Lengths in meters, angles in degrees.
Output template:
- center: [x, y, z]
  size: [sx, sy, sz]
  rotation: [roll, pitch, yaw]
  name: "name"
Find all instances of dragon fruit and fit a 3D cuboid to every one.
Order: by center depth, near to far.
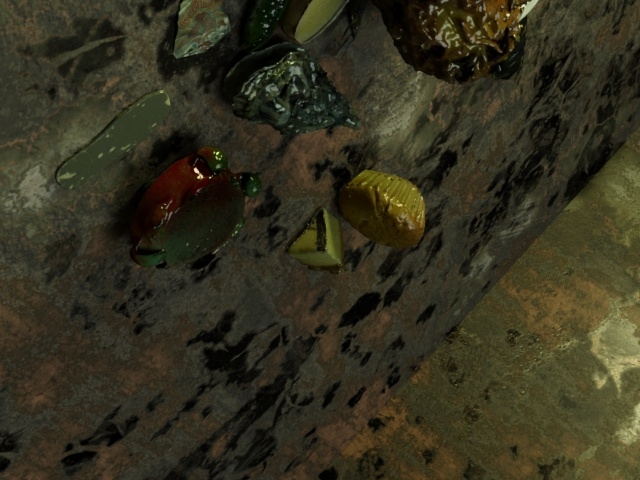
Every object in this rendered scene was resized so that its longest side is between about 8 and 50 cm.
- center: [-0.254, -0.063, 1.728]
  size: [0.295, 0.130, 0.268]
  rotation: [-32, 147, -31]
  name: "dragon fruit"

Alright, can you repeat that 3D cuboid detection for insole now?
- center: [-0.362, -0.177, 1.565]
  size: [0.248, 0.011, 0.081]
  rotation: [-41, 148, -15]
  name: "insole"

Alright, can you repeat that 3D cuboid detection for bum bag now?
- center: [0.502, -0.511, 2.367]
  size: [0.106, 0.060, 0.233]
  rotation: [-32, 146, -14]
  name: "bum bag"

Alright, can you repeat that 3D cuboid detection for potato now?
- center: [-0.010, -0.467, 1.658]
  size: [0.200, 0.081, 0.164]
  rotation: [-54, 168, 11]
  name: "potato"

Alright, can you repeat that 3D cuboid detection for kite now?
- center: [-0.202, -0.416, 1.515]
  size: [0.127, 0.016, 0.229]
  rotation: [-35, 151, -32]
  name: "kite"
- center: [0.075, -0.463, 1.819]
  size: [0.160, 0.010, 0.183]
  rotation: [-61, 169, -11]
  name: "kite"

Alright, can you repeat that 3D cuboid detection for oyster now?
- center: [-0.043, -0.286, 1.774]
  size: [0.162, 0.158, 0.351]
  rotation: [-27, 153, 35]
  name: "oyster"

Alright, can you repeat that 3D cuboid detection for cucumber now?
- center: [-0.087, -0.438, 1.603]
  size: [0.069, 0.069, 0.227]
  rotation: [-8, 134, -52]
  name: "cucumber"

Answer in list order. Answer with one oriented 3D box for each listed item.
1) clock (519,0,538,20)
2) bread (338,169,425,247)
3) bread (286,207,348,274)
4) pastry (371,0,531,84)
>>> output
- center: [0.467, -0.636, 2.151]
  size: [0.230, 0.083, 0.230]
  rotation: [-38, 149, -28]
  name: "clock"
- center: [0.162, -0.077, 2.216]
  size: [0.139, 0.240, 0.240]
  rotation: [-53, 153, -18]
  name: "bread"
- center: [0.000, 0.000, 2.246]
  size: [0.147, 0.127, 0.152]
  rotation: [42, 54, -60]
  name: "bread"
- center: [0.232, -0.511, 1.700]
  size: [0.292, 0.405, 0.337]
  rotation: [-25, 131, 31]
  name: "pastry"
